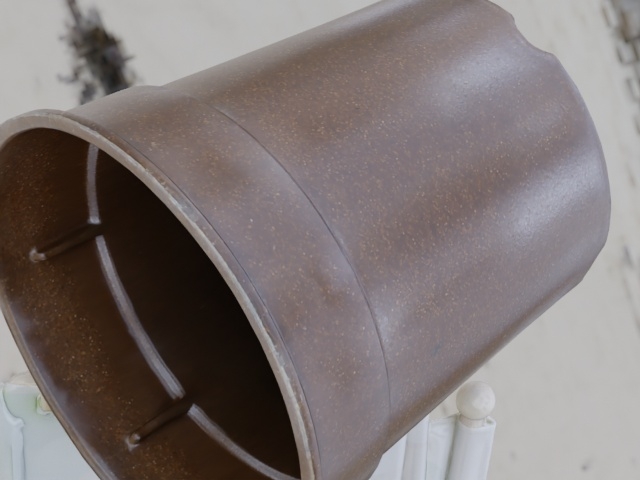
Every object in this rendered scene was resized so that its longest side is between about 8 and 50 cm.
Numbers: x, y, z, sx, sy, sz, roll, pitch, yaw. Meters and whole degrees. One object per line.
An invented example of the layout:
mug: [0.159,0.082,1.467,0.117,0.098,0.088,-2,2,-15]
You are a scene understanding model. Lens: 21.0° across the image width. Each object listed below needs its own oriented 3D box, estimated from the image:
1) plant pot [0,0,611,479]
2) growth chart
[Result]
plant pot: [0.000,0.000,0.583,0.165,0.167,0.167,-31,105,-31]
growth chart: [-0.041,0.111,0.710,0.021,0.237,0.172,-102,-158,-49]
